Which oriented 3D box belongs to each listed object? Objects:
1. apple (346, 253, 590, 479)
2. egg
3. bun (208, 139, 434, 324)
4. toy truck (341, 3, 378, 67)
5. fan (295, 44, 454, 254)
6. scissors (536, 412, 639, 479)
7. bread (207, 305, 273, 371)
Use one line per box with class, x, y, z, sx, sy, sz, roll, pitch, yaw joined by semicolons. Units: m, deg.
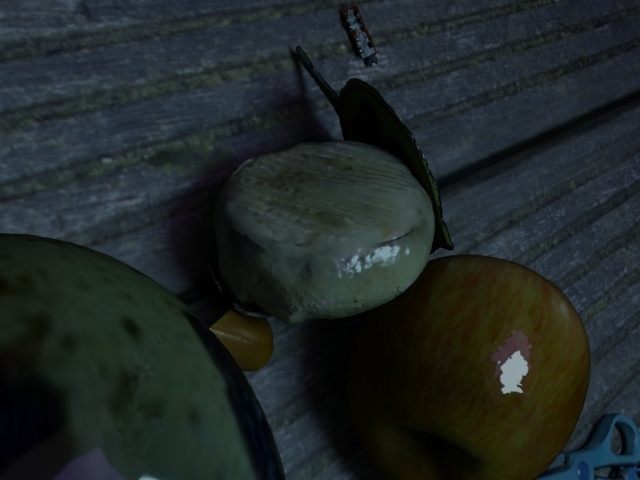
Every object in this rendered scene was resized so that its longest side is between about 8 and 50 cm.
apple;0.150;0.151;0.961;0.264;0.264;0.264;18;63;-38
egg;-0.182;0.206;0.562;0.345;0.345;0.428;-17;84;-45
bun;0.000;0.000;0.924;0.239;0.239;0.141;-45;139;-43
toy truck;0.054;-0.272;1.199;0.083;0.024;0.032;66;15;3
fan;0.055;-0.110;1.039;0.011;0.230;0.335;-27;61;-13
scissors;0.358;0.328;1.242;0.392;0.032;0.180;11;67;-41
bread;-0.093;0.093;0.901;0.103;0.049;0.062;24;59;-37
